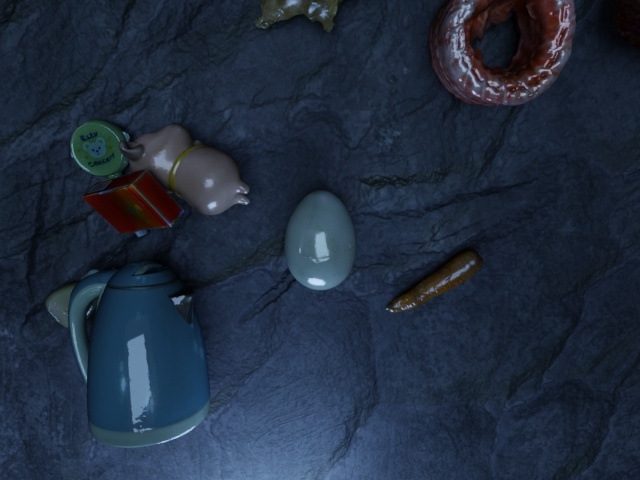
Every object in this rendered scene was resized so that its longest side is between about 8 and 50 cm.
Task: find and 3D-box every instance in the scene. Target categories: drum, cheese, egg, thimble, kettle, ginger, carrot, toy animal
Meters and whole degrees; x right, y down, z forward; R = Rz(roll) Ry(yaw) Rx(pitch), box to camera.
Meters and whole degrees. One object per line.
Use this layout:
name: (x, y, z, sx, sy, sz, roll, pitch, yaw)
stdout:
drum: (-0.418, -0.139, 0.938, 0.130, 0.049, 0.253, -32, 107, 9)
cheese: (-0.536, 0.123, 1.011, 0.192, 0.037, 0.097, -33, 102, 9)
egg: (0.000, 0.000, 0.912, 0.151, 0.151, 0.209, 0, 103, 1)
thimble: (0.322, -0.370, 0.812, 0.239, 0.162, 0.239, 1, 106, 4)
kettle: (-0.404, 0.212, 0.941, 0.319, 0.247, 0.342, 0, 97, 13)
ginger: (-0.021, -0.492, 0.802, 0.270, 0.123, 0.219, -30, 104, 8)
carrot: (0.254, 0.100, 0.986, 0.247, 0.059, 0.059, -35, 101, 12)
toy animal: (-0.256, -0.134, 0.877, 0.247, 0.149, 0.165, 16, 138, 1)

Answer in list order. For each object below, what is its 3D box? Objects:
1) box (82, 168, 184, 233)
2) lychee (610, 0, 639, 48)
box: (-0.366, -0.073, 0.859, 0.175, 0.048, 0.112, -4, 135, 34)
lychee: (0.643, -0.439, 0.740, 0.260, 0.260, 0.261, 0, 104, 1)
